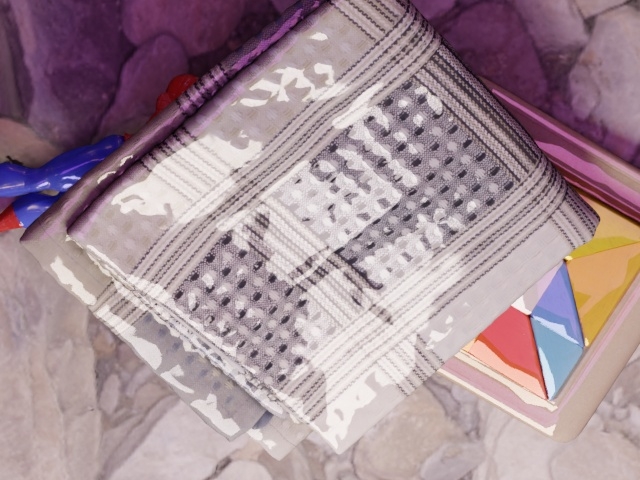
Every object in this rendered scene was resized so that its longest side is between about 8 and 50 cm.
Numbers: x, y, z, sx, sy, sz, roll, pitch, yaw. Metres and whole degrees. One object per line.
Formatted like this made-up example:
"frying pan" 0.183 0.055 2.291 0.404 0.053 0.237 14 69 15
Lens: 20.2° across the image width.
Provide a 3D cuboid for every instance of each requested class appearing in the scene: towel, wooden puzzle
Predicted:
"towel" 0.000 0.000 1.285 0.324 0.056 0.312 -39 126 10
"wooden puzzle" 0.157 0.020 1.390 0.239 0.044 0.221 29 103 -9

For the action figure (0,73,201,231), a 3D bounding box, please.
"action figure" -0.147 -0.026 1.324 0.280 0.139 0.091 -27 146 4
